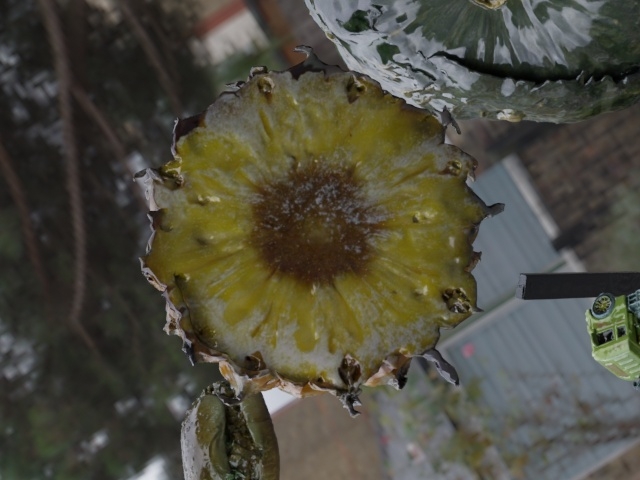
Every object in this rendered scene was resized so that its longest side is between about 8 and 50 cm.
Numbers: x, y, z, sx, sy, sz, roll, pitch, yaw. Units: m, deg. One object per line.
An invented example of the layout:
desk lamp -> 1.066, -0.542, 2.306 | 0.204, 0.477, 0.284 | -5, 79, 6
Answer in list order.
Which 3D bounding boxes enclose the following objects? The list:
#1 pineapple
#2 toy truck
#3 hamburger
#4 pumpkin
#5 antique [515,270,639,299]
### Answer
pineapple -> 0.000, 0.000, 0.870 | 0.221, 0.221, 0.047 | 59, 170, 16
toy truck -> 0.361, 0.091, 1.634 | 0.077, 0.169, 0.100 | 37, -137, -35
hamburger -> -0.129, 0.294, 2.131 | 0.215, 0.122, 0.189 | -109, 18, -47
pumpkin -> 0.137, -0.230, 1.230 | 0.257, 0.327, 0.292 | -88, -10, -74
antique -> 0.304, 0.052, 1.836 | 0.015, 0.192, 0.031 | 20, 107, 53
